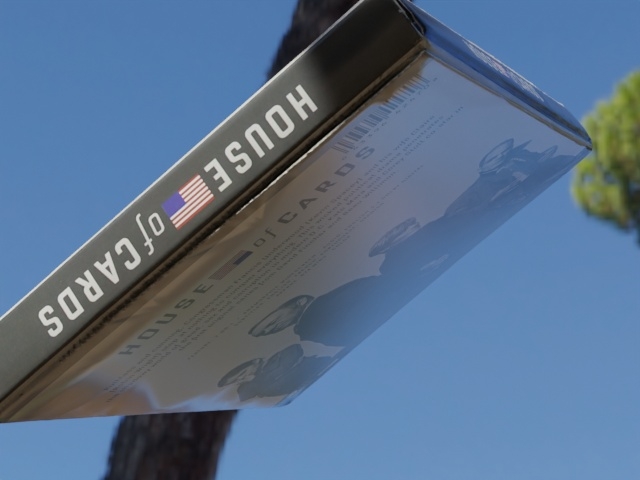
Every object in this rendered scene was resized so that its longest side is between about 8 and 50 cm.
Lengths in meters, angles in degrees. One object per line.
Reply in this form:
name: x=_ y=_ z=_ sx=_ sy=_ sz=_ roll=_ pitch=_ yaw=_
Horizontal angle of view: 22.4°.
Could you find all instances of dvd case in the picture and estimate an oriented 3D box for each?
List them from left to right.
dvd case: x=0.000 y=0.000 z=0.577 sx=0.179 sy=0.029 sz=0.239 roll=-40 pitch=-17 yaw=13
